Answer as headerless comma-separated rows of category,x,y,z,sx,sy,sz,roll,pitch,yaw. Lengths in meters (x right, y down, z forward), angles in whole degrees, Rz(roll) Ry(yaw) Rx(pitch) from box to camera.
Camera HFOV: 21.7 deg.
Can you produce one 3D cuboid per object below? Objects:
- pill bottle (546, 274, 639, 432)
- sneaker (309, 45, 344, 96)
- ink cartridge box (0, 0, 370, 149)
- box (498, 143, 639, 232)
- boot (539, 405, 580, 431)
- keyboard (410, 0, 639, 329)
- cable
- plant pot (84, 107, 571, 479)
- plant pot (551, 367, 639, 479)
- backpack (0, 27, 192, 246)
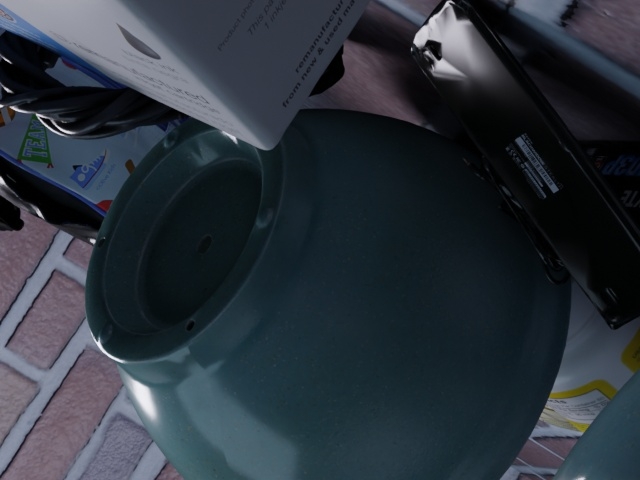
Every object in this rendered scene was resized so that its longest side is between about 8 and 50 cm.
pill bottle,0.192,0.067,1.122,0.208,0.119,0.119,38,170,-37
sneaker,-0.024,-0.111,1.060,0.085,0.058,0.152,38,168,18
ink cartridge box,-0.133,-0.189,0.730,0.223,0.129,0.307,27,171,32
box,0.220,0.014,0.926,0.175,0.051,0.220,35,171,-19
boot,0.194,0.121,1.626,0.213,0.077,0.165,27,173,14
keyboard,0.118,-0.044,0.868,0.192,0.038,0.100,55,156,1
cable,-0.099,-0.120,0.910,0.150,0.184,0.047,48,154,31
plant pot,-0.021,0.035,1.042,0.196,0.293,0.293,32,174,-36
plant pot,0.272,0.096,0.703,0.290,0.195,0.290,32,172,5
backpack,-0.205,-0.097,1.311,0.277,0.213,0.263,19,175,34
